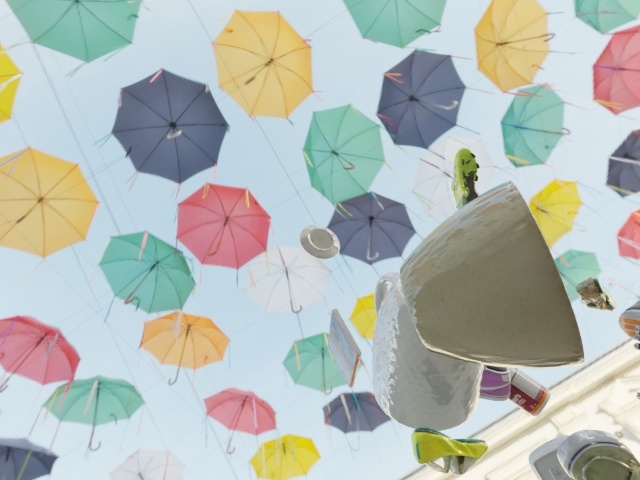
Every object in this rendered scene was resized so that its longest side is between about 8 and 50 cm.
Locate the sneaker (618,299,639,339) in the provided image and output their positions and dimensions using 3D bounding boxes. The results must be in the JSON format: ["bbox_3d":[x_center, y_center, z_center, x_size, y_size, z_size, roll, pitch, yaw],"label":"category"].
[{"bbox_3d":[0.920,0.180,1.067,0.180,0.321,0.125,-31,-71,-22],"label":"sneaker"}]

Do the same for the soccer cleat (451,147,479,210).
[{"bbox_3d":[0.496,-0.202,1.565,0.093,0.121,0.289,-38,-50,-14],"label":"soccer cleat"}]

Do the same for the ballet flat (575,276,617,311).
[{"bbox_3d":[0.750,0.151,1.219,0.067,0.073,0.206,-26,-42,34],"label":"ballet flat"}]

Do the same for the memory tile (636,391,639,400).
[{"bbox_3d":[0.667,0.326,0.809,0.113,0.148,0.012,39,-104,-34],"label":"memory tile"}]

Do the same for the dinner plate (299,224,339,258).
[{"bbox_3d":[0.000,0.000,1.479,0.141,0.141,0.017,6,-39,-17],"label":"dinner plate"}]

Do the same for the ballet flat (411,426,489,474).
[{"bbox_3d":[0.271,0.444,0.926,0.230,0.077,0.077,26,-36,-33],"label":"ballet flat"}]

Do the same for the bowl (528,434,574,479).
[{"bbox_3d":[0.597,0.573,1.103,0.053,0.142,0.142,13,-51,-42],"label":"bowl"}]

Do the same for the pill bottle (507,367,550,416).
[{"bbox_3d":[0.753,0.560,1.716,0.221,0.121,0.121,34,-75,18],"label":"pill bottle"}]

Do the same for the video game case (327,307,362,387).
[{"bbox_3d":[0.087,0.416,1.709,0.025,0.204,0.285,-18,-38,-18],"label":"video game case"}]

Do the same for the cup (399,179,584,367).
[{"bbox_3d":[0.284,0.088,0.809,0.236,0.331,0.331,-20,-62,17],"label":"cup"}]

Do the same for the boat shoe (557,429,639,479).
[{"bbox_3d":[0.555,0.439,0.808,0.302,0.094,0.109,32,-78,-21],"label":"boat shoe"}]

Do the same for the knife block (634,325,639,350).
[{"bbox_3d":[0.775,0.212,0.842,0.242,0.276,0.088,-42,-22,20],"label":"knife block"}]

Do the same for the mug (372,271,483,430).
[{"bbox_3d":[0.247,0.230,1.147,0.275,0.374,0.329,-14,-60,-19],"label":"mug"}]

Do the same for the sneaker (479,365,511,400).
[{"bbox_3d":[0.523,0.477,1.577,0.281,0.102,0.161,-5,-60,13],"label":"sneaker"}]
